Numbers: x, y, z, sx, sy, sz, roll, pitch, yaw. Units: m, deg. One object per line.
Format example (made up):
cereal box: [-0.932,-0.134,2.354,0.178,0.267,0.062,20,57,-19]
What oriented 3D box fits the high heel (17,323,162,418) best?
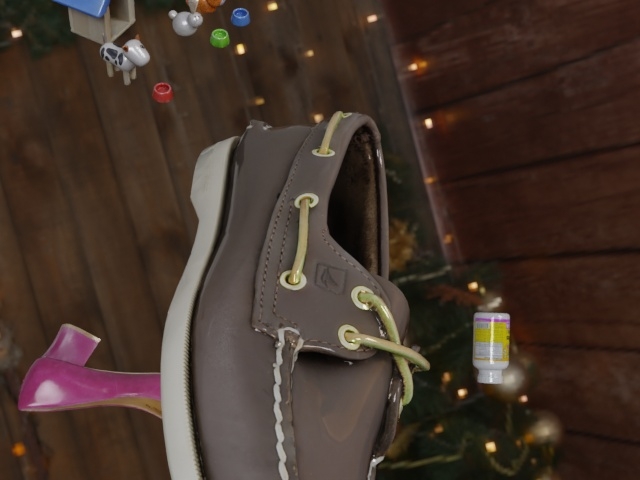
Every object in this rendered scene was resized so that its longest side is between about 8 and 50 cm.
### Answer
high heel: [-0.228,0.200,1.265,0.082,0.244,0.117,-40,22,55]

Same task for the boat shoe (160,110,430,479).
boat shoe: [-0.004,0.040,0.513,0.097,0.116,0.324,-21,33,12]

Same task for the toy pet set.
toy pet set: [-0.128,-0.177,0.793,0.114,0.065,0.122,24,50,15]

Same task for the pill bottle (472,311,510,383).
pill bottle: [0.204,0.128,1.281,0.043,0.083,0.043,2,-3,0]
